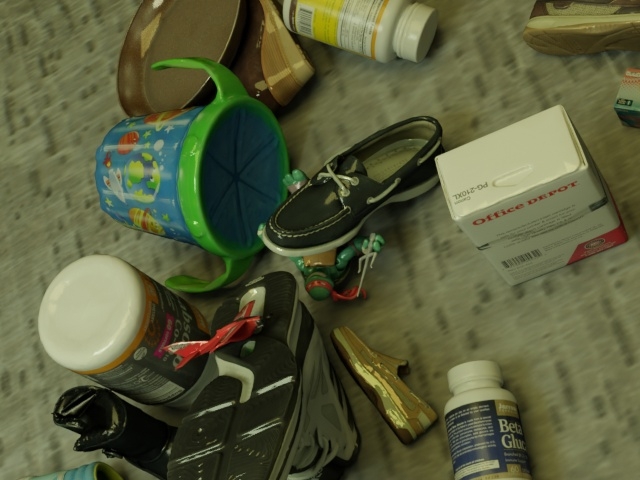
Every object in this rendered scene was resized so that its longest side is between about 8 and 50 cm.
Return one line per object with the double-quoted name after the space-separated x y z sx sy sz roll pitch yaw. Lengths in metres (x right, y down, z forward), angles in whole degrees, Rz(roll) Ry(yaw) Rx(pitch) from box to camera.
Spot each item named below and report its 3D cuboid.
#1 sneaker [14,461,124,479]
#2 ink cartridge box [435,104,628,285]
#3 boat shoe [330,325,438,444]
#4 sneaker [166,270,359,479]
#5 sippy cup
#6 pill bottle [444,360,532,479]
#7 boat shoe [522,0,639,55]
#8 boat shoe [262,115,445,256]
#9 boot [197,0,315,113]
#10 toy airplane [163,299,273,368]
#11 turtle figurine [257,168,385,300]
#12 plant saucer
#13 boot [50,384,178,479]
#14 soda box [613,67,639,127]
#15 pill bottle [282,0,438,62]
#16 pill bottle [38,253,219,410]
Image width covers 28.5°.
-0.328 0.450 1.729 0.208 0.127 0.319 -23 61 17 "sneaker"
0.269 -0.051 1.584 0.172 0.237 0.100 -23 60 16 "ink cartridge box"
0.087 0.181 1.684 0.072 0.068 0.190 -35 67 -6 "boat shoe"
-0.034 0.253 1.559 0.169 0.257 0.447 -23 27 20 "sneaker"
-0.199 -0.095 1.842 0.224 0.240 0.305 4 67 32 "sippy cup"
0.206 0.241 1.574 0.094 0.094 0.169 -18 62 19 "pill bottle"
0.415 -0.310 1.709 0.285 0.103 0.092 1 74 33 "boat shoe"
0.045 -0.081 1.710 0.303 0.091 0.114 -34 56 -31 "boat shoe"
-0.131 -0.282 1.974 0.207 0.090 0.248 -35 52 14 "boot"
-0.126 0.121 1.555 0.151 0.151 0.028 -22 102 17 "toy airplane"
0.000 0.000 1.766 0.175 0.118 0.234 2 51 0 "turtle figurine"
-0.215 -0.322 2.008 0.311 0.050 0.310 -23 56 40 "plant saucer"
-0.222 0.281 1.701 0.247 0.207 0.094 16 76 30 "boot"
0.482 -0.173 1.640 0.183 0.058 0.063 15 76 31 "soda box"
0.061 -0.336 1.869 0.215 0.117 0.117 22 79 16 "pill bottle"
-0.247 0.136 1.733 0.162 0.278 0.162 -10 65 22 "pill bottle"
